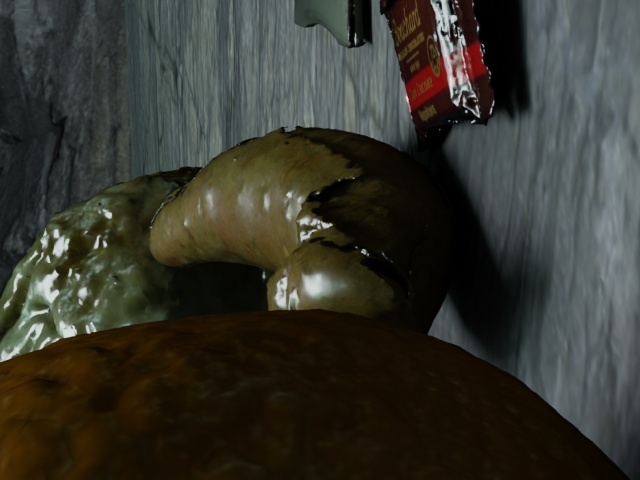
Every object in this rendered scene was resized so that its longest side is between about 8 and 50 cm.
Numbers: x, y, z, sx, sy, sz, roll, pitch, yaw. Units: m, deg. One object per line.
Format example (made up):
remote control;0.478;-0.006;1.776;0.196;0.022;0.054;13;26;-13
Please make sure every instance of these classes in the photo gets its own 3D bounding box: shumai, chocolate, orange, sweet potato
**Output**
shumai;-0.079;0.095;1.015;0.272;0.222;0.203;-54;29;4
chocolate;0.055;-0.087;0.780;0.182;0.028;0.086;156;102;-80
orange;-0.017;0.196;0.540;0.357;0.322;0.322;87;171;-47
sweet potato;0.004;-0.001;0.837;0.310;0.124;0.098;-148;41;-66

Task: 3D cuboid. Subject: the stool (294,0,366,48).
stool;-0.111;-0.247;0.994;0.170;0.243;0.270;-129;36;-72
